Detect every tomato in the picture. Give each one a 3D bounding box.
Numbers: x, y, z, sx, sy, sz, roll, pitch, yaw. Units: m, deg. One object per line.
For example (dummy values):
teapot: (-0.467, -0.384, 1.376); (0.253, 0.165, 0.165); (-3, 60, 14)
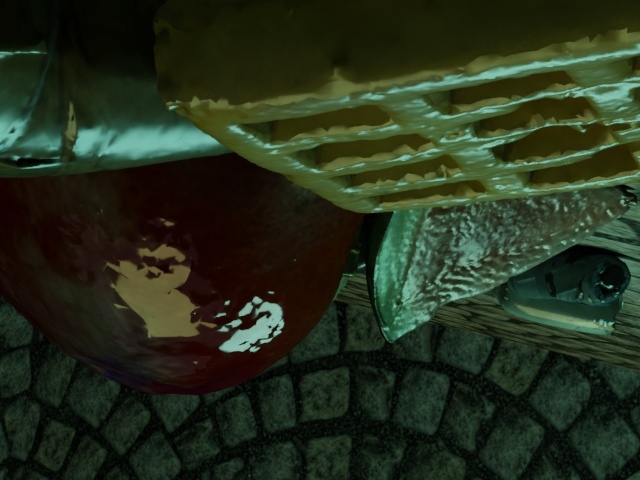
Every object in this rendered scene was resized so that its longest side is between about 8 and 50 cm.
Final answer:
tomato: (-0.124, -0.012, 1.192); (0.289, 0.176, 0.335); (24, 157, -12)

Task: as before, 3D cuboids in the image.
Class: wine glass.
wine glass: (0.204, 0.051, 2.077); (0.262, 0.074, 0.074); (14, 175, 13)

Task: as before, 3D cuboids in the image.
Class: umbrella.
umbrella: (0.225, 0.035, 1.879); (0.052, 0.053, 0.250); (16, 175, -21)

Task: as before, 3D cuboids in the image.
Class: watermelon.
watermelon: (0.107, -0.047, 1.366); (0.202, 0.136, 0.207); (-21, 153, -16)

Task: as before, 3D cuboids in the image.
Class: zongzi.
zongzi: (-0.175, -0.115, 0.902); (0.360, 0.160, 0.323); (7, -171, -40)

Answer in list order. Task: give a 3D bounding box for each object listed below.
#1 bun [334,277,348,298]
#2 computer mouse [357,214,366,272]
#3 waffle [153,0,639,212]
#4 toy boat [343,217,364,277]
bun: (-0.079, -0.035, 1.476); (0.239, 0.141, 0.239); (18, 164, 5)
computer mouse: (0.000, 0.001, 1.993); (0.232, 0.057, 0.120); (10, -158, 42)
waffle: (0.079, -0.062, 0.753); (0.221, 0.055, 0.248); (-8, 169, 17)
toy boat: (0.023, -0.031, 1.350); (0.016, 0.115, 0.063); (10, 177, -10)
